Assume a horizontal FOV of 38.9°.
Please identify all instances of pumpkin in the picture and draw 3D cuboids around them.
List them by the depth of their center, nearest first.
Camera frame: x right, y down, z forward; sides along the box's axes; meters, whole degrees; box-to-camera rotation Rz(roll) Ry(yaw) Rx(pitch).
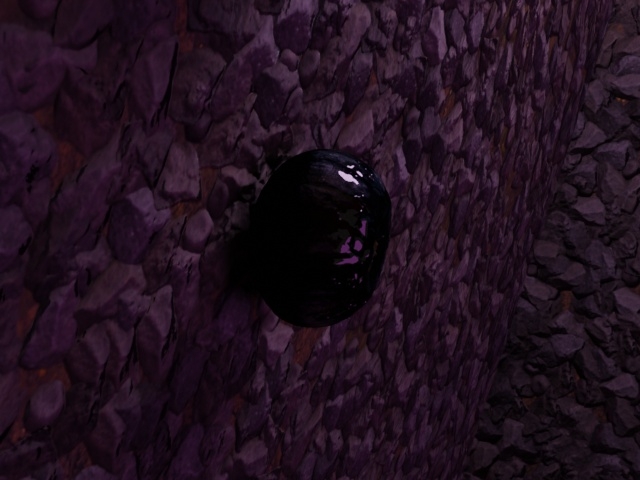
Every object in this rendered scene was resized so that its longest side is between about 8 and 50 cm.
[{"bbox_3d":[0.000,0.000,1.164,0.233,0.163,0.233,15,90,-75],"label":"pumpkin"}]
